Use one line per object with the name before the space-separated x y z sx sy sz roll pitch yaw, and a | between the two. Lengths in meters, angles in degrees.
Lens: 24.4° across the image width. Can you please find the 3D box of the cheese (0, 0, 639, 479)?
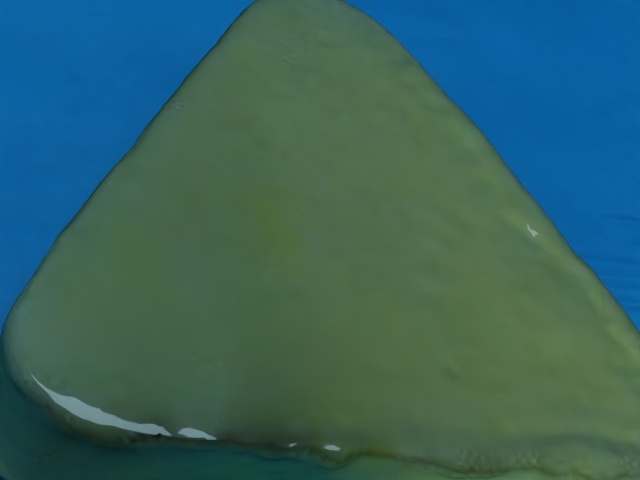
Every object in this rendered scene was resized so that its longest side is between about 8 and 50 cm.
cheese | 0.001 0.000 0.875 0.384 0.104 0.384 12 49 -15
